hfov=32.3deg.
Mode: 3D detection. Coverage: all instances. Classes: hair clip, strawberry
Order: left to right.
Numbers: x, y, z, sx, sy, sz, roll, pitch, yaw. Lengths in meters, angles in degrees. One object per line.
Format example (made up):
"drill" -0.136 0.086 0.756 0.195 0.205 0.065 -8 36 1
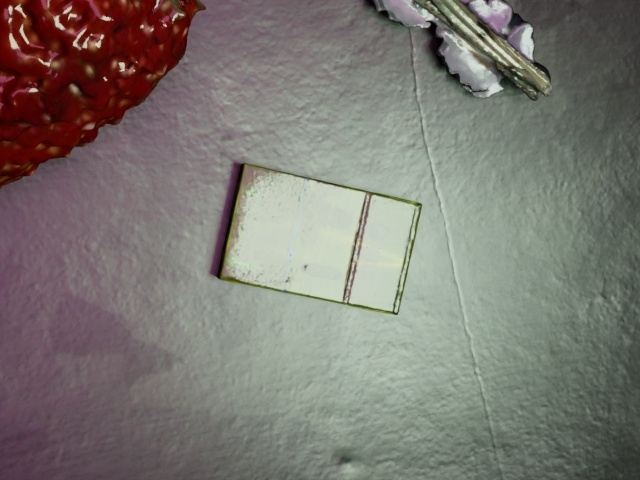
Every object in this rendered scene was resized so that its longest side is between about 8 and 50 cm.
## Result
"strawberry" -0.272 -0.173 0.976 0.292 0.292 0.343 34 109 -12
"hair clip" 0.130 -0.244 1.134 0.292 0.084 0.106 38 80 -17

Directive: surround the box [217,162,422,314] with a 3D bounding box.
"box" 0.000 0.000 1.140 0.193 0.030 0.121 12 91 -12
